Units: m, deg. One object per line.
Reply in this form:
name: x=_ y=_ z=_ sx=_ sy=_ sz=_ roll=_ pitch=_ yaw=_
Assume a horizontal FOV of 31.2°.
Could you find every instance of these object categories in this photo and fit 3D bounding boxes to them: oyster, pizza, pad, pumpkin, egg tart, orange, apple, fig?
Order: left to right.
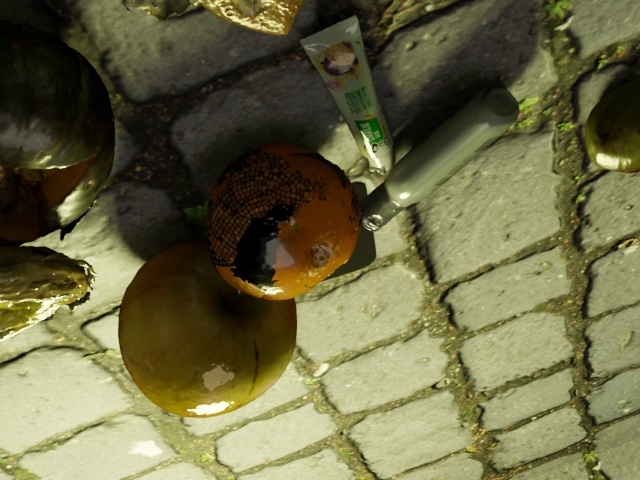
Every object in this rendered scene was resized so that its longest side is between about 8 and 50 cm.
pumpkin: x=-0.389 y=-0.115 z=1.309 sx=0.320 sy=0.192 sz=0.320 roll=-13 pitch=149 yaw=-8
egg tart: x=-0.405 y=0.067 z=1.367 sx=0.279 sy=0.095 sz=0.279 roll=-21 pitch=169 yaw=-4
oyster: x=-0.206 y=-0.295 z=1.257 sx=0.148 sy=0.051 sz=0.103 roll=22 pitch=163 yaw=-39
apple: x=-0.172 y=0.136 z=1.746 sx=0.286 sy=0.286 sz=0.233 roll=4 pitch=150 yaw=-34
pizza: x=-0.080 y=-0.314 z=1.307 sx=0.182 sy=0.062 sz=0.161 roll=14 pitch=142 yaw=-36
orange: x=-0.053 y=-0.024 z=1.624 sx=0.234 sy=0.182 sz=0.234 roll=-30 pitch=137 yaw=-32
pad: x=0.000 y=0.000 z=1.886 sx=0.181 sy=0.004 sz=0.267 roll=-17 pitch=148 yaw=-4
fig: x=0.494 y=-0.179 z=1.768 sx=0.154 sy=0.144 sz=0.165 roll=23 pitch=131 yaw=1

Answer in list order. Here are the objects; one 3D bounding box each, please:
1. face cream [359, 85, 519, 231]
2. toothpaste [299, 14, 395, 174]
face cream: x=0.167 y=-0.116 z=1.705 sx=0.291 sy=0.071 sz=0.144 roll=-42 pitch=175 yaw=32
toothpaste: x=0.052 y=-0.195 z=1.574 sx=0.058 sy=0.056 sz=0.314 roll=-61 pitch=152 yaw=-18
